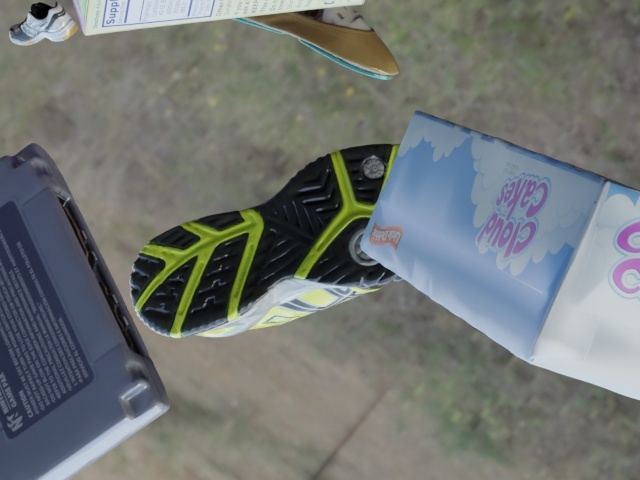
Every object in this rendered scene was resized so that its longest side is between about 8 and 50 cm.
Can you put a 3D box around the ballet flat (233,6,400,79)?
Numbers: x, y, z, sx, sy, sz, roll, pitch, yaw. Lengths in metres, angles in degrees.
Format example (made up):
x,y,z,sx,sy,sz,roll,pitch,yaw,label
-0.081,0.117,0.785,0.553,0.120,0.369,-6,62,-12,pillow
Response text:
x,y,z,sx,sy,sz,roll,pitch,yaw,label
-0.015,-0.243,1.853,0.232,0.073,0.080,23,-162,10,ballet flat

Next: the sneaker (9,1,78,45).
x,y,z,sx,sy,sz,roll,pitch,yaw,label
-0.261,-0.204,1.608,0.083,0.032,0.037,-3,130,38,sneaker

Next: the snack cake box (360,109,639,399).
x,y,z,sx,sy,sz,roll,pitch,yaw,label
0.135,0.013,0.866,0.152,0.089,0.264,21,-176,-18,snack cake box

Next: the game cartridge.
x,y,z,sx,sy,sz,roll,pitch,yaw,label
-0.270,0.080,1.539,0.294,0.196,0.060,61,-170,27,game cartridge

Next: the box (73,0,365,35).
x,y,z,sx,sy,sz,roll,pitch,yaw,label
-0.096,-0.292,1.401,0.117,0.243,0.213,109,145,-51,box

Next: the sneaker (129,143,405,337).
x,y,z,sx,sy,sz,roll,pitch,yaw,label
0.000,0.000,1.767,0.147,0.385,0.145,21,-124,-73,sneaker
